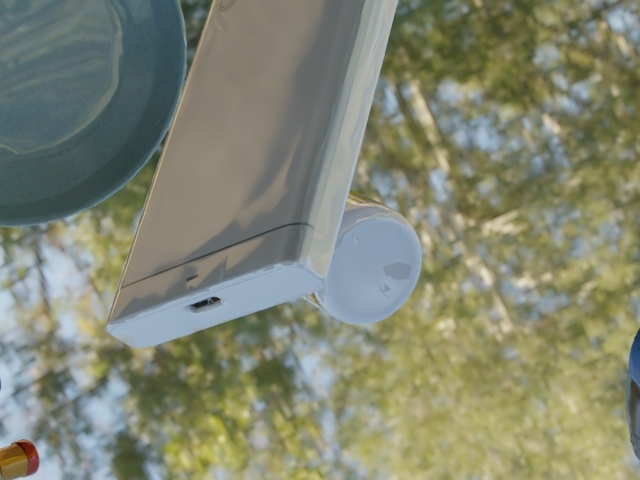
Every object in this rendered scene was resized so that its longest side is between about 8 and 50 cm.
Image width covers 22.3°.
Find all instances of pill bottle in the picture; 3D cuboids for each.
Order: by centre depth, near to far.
[{"bbox_3d":[0.000,0.000,1.595,0.117,0.117,0.215,-32,-153,-17],"label":"pill bottle"}]

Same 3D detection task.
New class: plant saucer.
[{"bbox_3d":[-0.170,-0.105,0.901,0.195,0.195,0.037,-26,-176,1],"label":"plant saucer"}]

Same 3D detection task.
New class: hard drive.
[{"bbox_3d":[-0.047,-0.095,1.324,0.233,0.047,0.353,-20,-136,44],"label":"hard drive"}]

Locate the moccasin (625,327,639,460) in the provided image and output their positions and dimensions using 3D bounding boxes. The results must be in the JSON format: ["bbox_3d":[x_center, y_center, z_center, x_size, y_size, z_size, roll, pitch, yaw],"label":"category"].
[{"bbox_3d":[0.355,0.075,1.159,0.342,0.117,0.137,-8,-142,-19],"label":"moccasin"}]

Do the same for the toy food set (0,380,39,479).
[{"bbox_3d":[-0.293,0.094,1.070,0.232,0.111,0.104,19,-159,38],"label":"toy food set"}]
